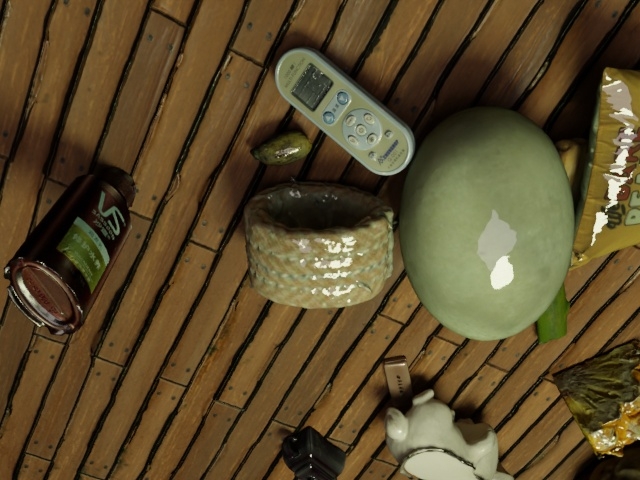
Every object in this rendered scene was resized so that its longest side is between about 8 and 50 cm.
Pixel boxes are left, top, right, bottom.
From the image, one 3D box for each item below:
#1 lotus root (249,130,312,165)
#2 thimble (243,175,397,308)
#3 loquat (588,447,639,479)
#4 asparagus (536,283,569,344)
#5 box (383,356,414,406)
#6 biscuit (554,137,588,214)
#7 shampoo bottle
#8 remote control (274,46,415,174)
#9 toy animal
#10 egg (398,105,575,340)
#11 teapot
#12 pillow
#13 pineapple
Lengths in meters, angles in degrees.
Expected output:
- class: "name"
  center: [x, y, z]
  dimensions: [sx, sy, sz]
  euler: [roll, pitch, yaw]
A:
- class: "lotus root"
  center: [-0.062, -0.143, 1.001]
  dimensions: [0.099, 0.054, 0.049]
  euler: [-14, 98, 6]
- class: "thimble"
  center: [-0.006, 0.002, 0.997]
  dimensions: [0.229, 0.196, 0.148]
  euler: [13, 125, 23]
- class: "loquat"
  center: [0.670, 0.579, 1.310]
  dimensions: [0.276, 0.276, 0.284]
  euler: [-28, 98, 15]
- class: "asparagus"
  center: [0.403, 0.080, 1.127]
  dimensions: [0.067, 0.060, 0.278]
  euler: [-9, 120, 19]
- class: "box"
  center: [0.157, 0.283, 1.263]
  dimensions: [0.048, 0.025, 0.115]
  euler: [-11, 119, 4]
- class: "biscuit"
  center: [0.410, -0.091, 1.020]
  dimensions: [0.118, 0.061, 0.183]
  euler: [-35, 124, -17]
- class: "shampoo bottle"
  center: [-0.341, -0.008, 0.922]
  dimensions: [0.084, 0.323, 0.129]
  euler: [-22, 117, 12]
- class: "remote control"
  center: [0.037, -0.192, 0.937]
  dimensions: [0.244, 0.047, 0.087]
  euler: [41, 123, 3]
- class: "toy animal"
  center: [0.258, 0.428, 1.275]
  dimensions: [0.208, 0.154, 0.325]
  euler: [-17, 127, 20]
- class: "egg"
  center: [0.244, -0.022, 0.950]
  dimensions: [0.258, 0.258, 0.352]
  euler: [-4, 112, 2]
- class: "teapot"
  center: [-0.014, 0.473, 1.330]
  dimensions: [0.087, 0.096, 0.177]
  euler: [-38, 113, 20]
- class: "pillow"
  center: [0.507, -0.127, 0.949]
  dimensions: [0.312, 0.119, 0.310]
  euler: [-15, 125, -20]
- class: "pineapple"
  center: [0.544, 0.298, 1.209]
  dimensions: [0.236, 0.186, 0.114]
  euler: [-40, 115, -27]
